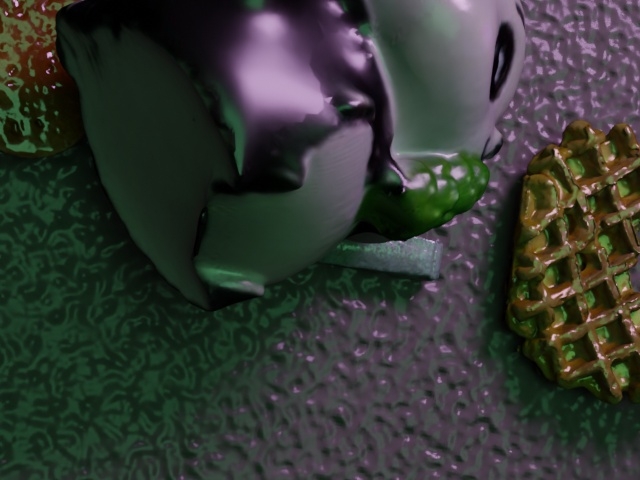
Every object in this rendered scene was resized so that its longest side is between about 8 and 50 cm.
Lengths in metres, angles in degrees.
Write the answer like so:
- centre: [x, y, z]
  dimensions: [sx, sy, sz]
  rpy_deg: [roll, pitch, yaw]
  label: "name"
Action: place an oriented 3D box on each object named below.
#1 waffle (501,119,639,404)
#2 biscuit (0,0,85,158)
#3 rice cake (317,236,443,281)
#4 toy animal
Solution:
- centre: [0.201, 0.016, 1.046]
  dimensions: [0.149, 0.051, 0.194]
  rpy_deg: [12, 80, -11]
  label: "waffle"
- centre: [-0.138, -0.175, 0.962]
  dimensions: [0.183, 0.043, 0.280]
  rpy_deg: [29, 71, -19]
  label: "biscuit"
- centre: [0.000, -0.001, 0.996]
  dimensions: [0.170, 0.029, 0.033]
  rpy_deg: [10, 89, -15]
  label: "rice cake"
- centre: [0.004, -0.082, 0.898]
  dimensions: [0.266, 0.212, 0.213]
  rpy_deg: [-17, 90, -27]
  label: "toy animal"
